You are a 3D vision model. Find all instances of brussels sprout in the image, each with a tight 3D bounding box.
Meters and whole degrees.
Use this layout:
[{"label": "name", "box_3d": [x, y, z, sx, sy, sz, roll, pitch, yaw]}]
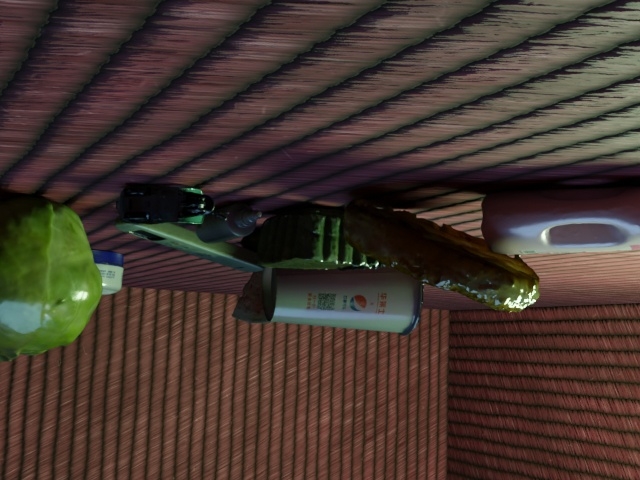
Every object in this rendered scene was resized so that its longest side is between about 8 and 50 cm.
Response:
[{"label": "brussels sprout", "box_3d": [-0.517, 0.061, 1.388, 0.328, 0.247, 0.328, 2, 151, 1]}]

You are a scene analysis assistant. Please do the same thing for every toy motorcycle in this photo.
[{"label": "toy motorcycle", "box_3d": [-0.225, -0.052, 1.235, 0.173, 0.058, 0.100, 0, 179, 24]}]

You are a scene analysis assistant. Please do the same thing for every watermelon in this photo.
[{"label": "watermelon", "box_3d": [-0.050, 0.089, 1.906, 0.260, 0.256, 0.176, 6, 132, 39]}]

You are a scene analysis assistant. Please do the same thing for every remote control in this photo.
[{"label": "remote control", "box_3d": [-0.238, 0.005, 1.556, 0.309, 0.038, 0.090, 22, 165, -39]}]

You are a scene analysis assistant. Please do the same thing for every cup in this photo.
[{"label": "cup", "box_3d": [0.037, 0.093, 1.654, 0.288, 0.203, 0.203, 0, 173, -17]}]

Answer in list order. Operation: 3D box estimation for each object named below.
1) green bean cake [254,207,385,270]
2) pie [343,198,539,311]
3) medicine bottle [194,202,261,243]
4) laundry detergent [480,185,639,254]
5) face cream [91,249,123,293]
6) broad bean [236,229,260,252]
[{"label": "green bean cake", "box_3d": [0.000, 0.000, 1.406, 0.181, 0.094, 0.173, 6, 172, -32]}, {"label": "pie", "box_3d": [0.179, 0.027, 1.220, 0.315, 0.092, 0.315, 21, -172, -3]}, {"label": "medicine bottle", "box_3d": [-0.145, -0.031, 1.362, 0.057, 0.058, 0.199, 7, 170, -31]}, {"label": "laundry detergent", "box_3d": [0.391, -0.030, 1.103, 0.335, 0.088, 0.159, -2, 173, 25]}, {"label": "face cream", "box_3d": [-0.623, 0.084, 2.166, 0.205, 0.111, 0.206, 4, 172, 1]}, {"label": "broad bean", "box_3d": [-0.057, 0.000, 1.600, 0.254, 0.046, 0.065, -3, -176, 27]}]
